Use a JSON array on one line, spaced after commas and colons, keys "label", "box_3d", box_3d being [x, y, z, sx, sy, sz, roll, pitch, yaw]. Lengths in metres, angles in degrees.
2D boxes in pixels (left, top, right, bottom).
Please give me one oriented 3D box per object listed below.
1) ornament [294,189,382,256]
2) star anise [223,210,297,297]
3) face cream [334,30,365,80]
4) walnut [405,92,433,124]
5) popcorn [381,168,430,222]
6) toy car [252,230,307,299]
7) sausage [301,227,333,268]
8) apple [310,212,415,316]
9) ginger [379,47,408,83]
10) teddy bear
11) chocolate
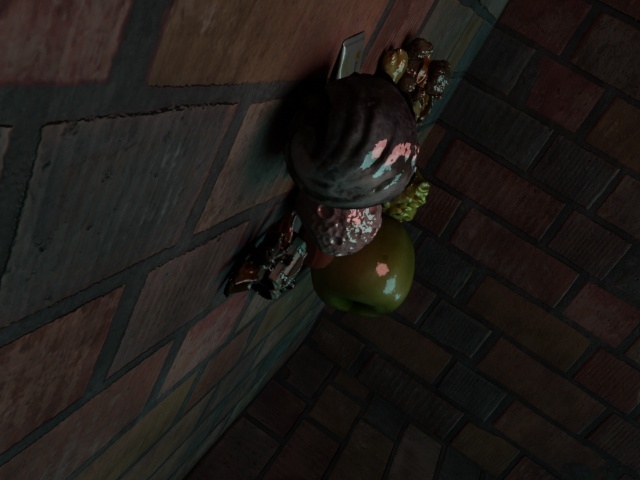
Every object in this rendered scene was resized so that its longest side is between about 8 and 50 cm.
[{"label": "ornament", "box_3d": [0.056, -0.089, 1.613, 0.225, 0.259, 0.259, -30, 167, -7]}, {"label": "star anise", "box_3d": [-0.154, 0.040, 1.487, 0.288, 0.088, 0.288, -47, -177, 4]}, {"label": "face cream", "box_3d": [0.060, -0.367, 1.320, 0.114, 0.070, 0.224, -46, 157, -49]}, {"label": "walnut", "box_3d": [0.276, -0.440, 1.932, 0.238, 0.141, 0.204, -51, 159, -16]}, {"label": "popcorn", "box_3d": [0.325, -0.229, 2.503, 0.312, 0.312, 0.312, -54, 171, -13]}, {"label": "toy car", "box_3d": [-0.118, 0.087, 1.765, 0.193, 0.118, 0.301, -56, 174, -20]}, {"label": "sausage", "box_3d": [0.000, 0.000, 1.999, 0.148, 0.148, 0.254, -48, 167, -42]}, {"label": "apple", "box_3d": [0.180, 0.091, 2.364, 0.474, 0.473, 0.474, -54, 171, -13]}, {"label": "ginger", "box_3d": [0.171, -0.424, 1.654, 0.118, 0.065, 0.299, -27, 150, -45]}, {"label": "teddy bear", "box_3d": [0.314, -0.513, 1.738, 0.140, 0.190, 0.177, -161, -94, -69]}, {"label": "chocolate", "box_3d": [0.031, -0.199, 1.182, 0.213, 0.303, 0.303, -20, 147, -45]}]
